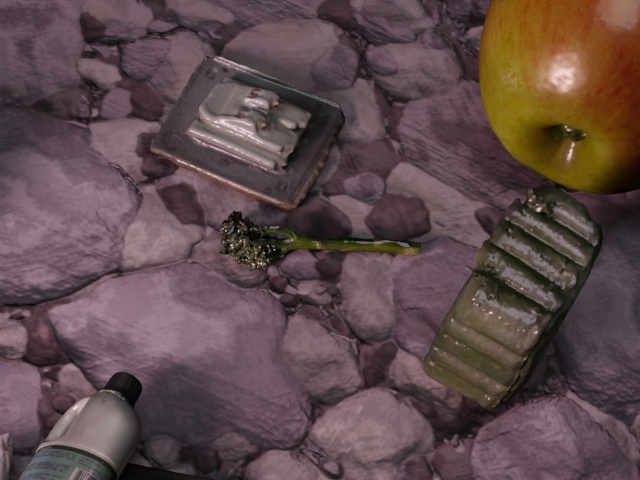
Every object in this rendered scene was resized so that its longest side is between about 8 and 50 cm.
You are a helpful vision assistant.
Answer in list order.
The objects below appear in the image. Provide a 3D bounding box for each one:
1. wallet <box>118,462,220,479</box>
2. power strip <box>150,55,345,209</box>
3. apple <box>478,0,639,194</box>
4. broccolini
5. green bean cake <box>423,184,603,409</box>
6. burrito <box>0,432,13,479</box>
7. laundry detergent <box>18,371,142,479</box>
[{"bbox_3d":[-0.205,0.306,1.645,0.245,0.052,0.168,12,49,0],"label":"wallet"},{"bbox_3d":[-0.088,-0.153,1.992,0.213,0.064,0.198,21,51,4],"label":"power strip"},{"bbox_3d":[0.361,-0.231,1.983,0.340,0.339,0.339,6,54,-8],"label":"apple"},{"bbox_3d":[0.001,0.001,1.908,0.254,0.057,0.071,0,97,-8],"label":"broccolini"},{"bbox_3d":[0.230,0.061,1.807,0.125,0.222,0.227,28,57,9],"label":"green bean cake"},{"bbox_3d":[-0.360,0.286,1.617,0.064,0.064,0.203,6,51,-8],"label":"burrito"},{"bbox_3d":[-0.250,0.224,1.645,0.099,0.070,0.225,-3,37,26],"label":"laundry detergent"}]
